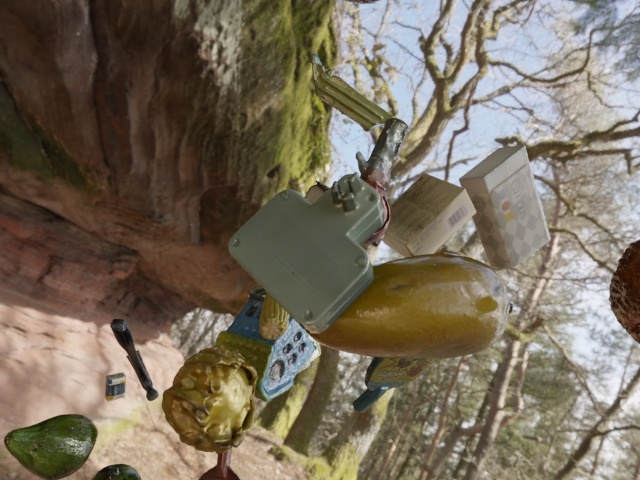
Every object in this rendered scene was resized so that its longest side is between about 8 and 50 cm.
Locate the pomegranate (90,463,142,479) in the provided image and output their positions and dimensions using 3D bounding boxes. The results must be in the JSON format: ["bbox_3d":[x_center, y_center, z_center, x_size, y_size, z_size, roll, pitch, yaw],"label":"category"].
[{"bbox_3d":[-0.476,0.590,1.023,0.122,0.161,0.122,22,2,-1],"label":"pomegranate"}]

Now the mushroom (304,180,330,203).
[{"bbox_3d":[0.006,0.022,1.715,0.224,0.397,0.313,31,2,23],"label":"mushroom"}]

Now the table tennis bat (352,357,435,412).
[{"bbox_3d":[0.194,0.342,1.177,0.215,0.329,0.044,15,31,-40],"label":"table tennis bat"}]

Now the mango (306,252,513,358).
[{"bbox_3d":[0.178,0.141,0.950,0.445,0.221,0.301,0,-9,-8],"label":"mango"}]

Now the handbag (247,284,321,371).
[{"bbox_3d":[-0.143,0.333,1.759,0.160,0.236,0.359,1,-73,42],"label":"handbag"}]

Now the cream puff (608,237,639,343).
[{"bbox_3d":[0.590,0.100,0.737,0.240,0.164,0.240,158,-90,-82],"label":"cream puff"}]

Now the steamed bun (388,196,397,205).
[{"bbox_3d":[0.222,-0.078,1.362,0.112,0.130,0.091,41,-37,-13],"label":"steamed bun"}]

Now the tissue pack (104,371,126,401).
[{"bbox_3d":[-0.696,0.497,1.525,0.062,0.083,0.042,-2,15,-44],"label":"tissue pack"}]

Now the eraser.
[{"bbox_3d":[0.606,-0.097,1.459,0.397,0.213,0.082,58,-7,-32],"label":"eraser"}]

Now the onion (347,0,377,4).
[{"bbox_3d":[0.086,-0.722,1.129,0.256,0.272,0.230,52,-5,37],"label":"onion"}]

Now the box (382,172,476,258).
[{"bbox_3d":[0.266,-0.060,1.180,0.095,0.212,0.168,50,-5,-37],"label":"box"}]

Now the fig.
[{"bbox_3d":[-0.524,0.388,0.866,0.156,0.123,0.123,41,-20,-31],"label":"fig"}]

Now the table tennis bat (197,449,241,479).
[{"bbox_3d":[-0.274,0.698,1.221,0.200,0.310,0.038,-4,-17,24],"label":"table tennis bat"}]

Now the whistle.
[{"bbox_3d":[0.115,-0.117,1.020,0.142,0.346,0.134,24,-9,4],"label":"whistle"}]

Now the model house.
[{"bbox_3d":[-0.197,0.359,1.424,0.237,0.303,0.215,7,-45,35],"label":"model house"}]

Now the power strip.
[{"bbox_3d":[-0.005,-0.006,0.788,0.229,0.261,0.141,42,-10,25],"label":"power strip"}]

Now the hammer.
[{"bbox_3d":[-0.485,0.291,1.156,0.137,0.037,0.290,44,-32,35],"label":"hammer"}]

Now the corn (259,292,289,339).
[{"bbox_3d":[-0.126,0.200,1.265,0.081,0.081,0.248,34,12,-10],"label":"corn"}]

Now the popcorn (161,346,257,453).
[{"bbox_3d":[-0.270,0.388,1.109,0.250,0.250,0.190,37,-29,-19],"label":"popcorn"}]

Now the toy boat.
[{"bbox_3d":[0.068,-0.376,1.198,0.276,0.084,0.111,38,10,-4],"label":"toy boat"}]
